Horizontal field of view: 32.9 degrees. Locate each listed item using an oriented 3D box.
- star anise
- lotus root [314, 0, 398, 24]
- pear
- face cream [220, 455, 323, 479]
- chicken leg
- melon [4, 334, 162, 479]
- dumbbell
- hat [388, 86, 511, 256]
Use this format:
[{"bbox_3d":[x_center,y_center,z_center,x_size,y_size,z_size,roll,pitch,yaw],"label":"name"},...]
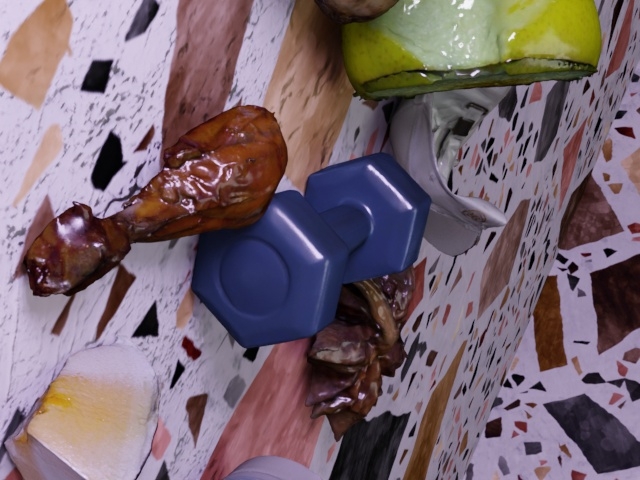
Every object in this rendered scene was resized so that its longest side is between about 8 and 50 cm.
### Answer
[{"bbox_3d":[0.060,0.132,1.473,0.292,0.108,0.350,-50,151,-55],"label":"star anise"},{"bbox_3d":[0.059,-0.332,1.022,0.145,0.128,0.260,-2,116,-83],"label":"lotus root"},{"bbox_3d":[0.155,-0.279,1.142,0.159,0.292,0.293,32,78,-78],"label":"pear"},{"bbox_3d":[-0.073,0.356,1.221,0.153,0.177,0.177,-37,142,-55],"label":"face cream"},{"bbox_3d":[-0.123,-0.027,0.895,0.304,0.093,0.113,-39,154,-48],"label":"chicken leg"},{"bbox_3d":[-0.202,0.159,0.880,0.139,0.093,0.202,-50,-162,21],"label":"melon"},{"bbox_3d":[0.001,0.000,1.146,0.144,0.156,0.316,-47,171,28],"label":"dumbbell"},{"bbox_3d":[0.159,-0.119,1.501,0.301,0.167,0.258,121,-19,-64],"label":"hat"}]
